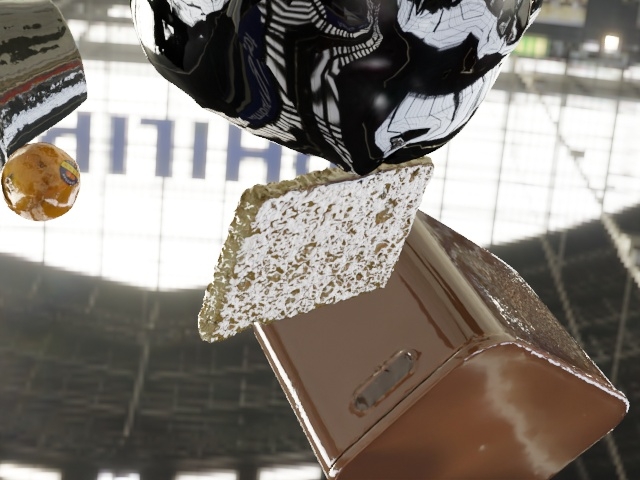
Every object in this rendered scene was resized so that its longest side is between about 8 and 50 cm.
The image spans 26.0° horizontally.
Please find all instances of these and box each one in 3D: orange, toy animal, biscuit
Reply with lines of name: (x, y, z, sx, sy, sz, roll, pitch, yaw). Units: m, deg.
orange: (-0.284, -0.059, 1.407, 0.084, 0.083, 0.083, 5, -162, -1)
toy animal: (0.038, -0.218, 0.719, 0.251, 0.310, 0.251, 13, -147, -8)
biscuit: (0.000, 0.000, 1.047, 0.025, 0.131, 0.231, 35, -153, 27)

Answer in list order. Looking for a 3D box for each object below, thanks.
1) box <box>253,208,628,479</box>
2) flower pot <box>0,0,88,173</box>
box: (0.123, 0.136, 1.484, 0.339, 0.239, 0.229, 28, -157, -50)
flower pot: (-0.388, -0.219, 1.757, 0.148, 0.235, 0.235, -24, -152, -20)
